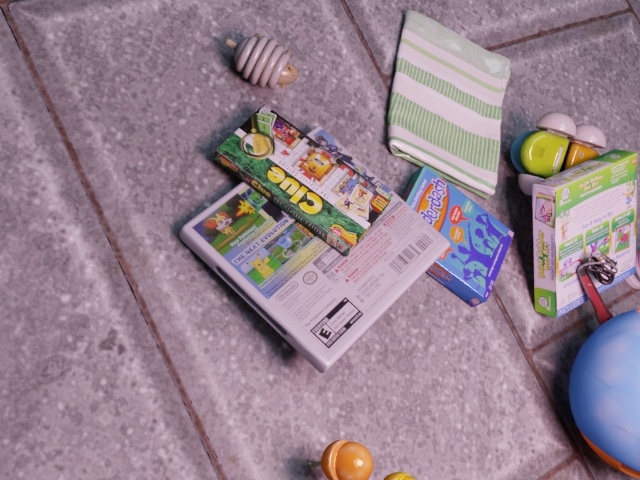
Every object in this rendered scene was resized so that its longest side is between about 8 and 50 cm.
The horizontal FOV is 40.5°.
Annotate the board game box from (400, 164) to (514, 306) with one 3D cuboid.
[{"bbox_3d":[0.223,-0.009,1.509,0.210,0.047,0.160,35,57,-11],"label":"board game box"}]

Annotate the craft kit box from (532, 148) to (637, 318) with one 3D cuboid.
[{"bbox_3d":[0.483,-0.016,1.578,0.250,0.061,0.246,-21,118,-34],"label":"craft kit box"}]

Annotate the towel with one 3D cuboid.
[{"bbox_3d":[0.245,-0.260,1.632,0.248,0.038,0.324,22,61,-19],"label":"towel"}]

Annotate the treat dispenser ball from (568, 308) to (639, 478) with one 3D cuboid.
[{"bbox_3d":[0.562,0.254,1.442,0.288,0.288,0.288,11,65,-25],"label":"treat dispenser ball"}]

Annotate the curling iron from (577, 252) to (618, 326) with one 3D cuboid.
[{"bbox_3d":[0.529,0.140,1.569,0.274,0.068,0.035,66,26,-21],"label":"curling iron"}]

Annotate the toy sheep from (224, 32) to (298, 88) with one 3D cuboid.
[{"bbox_3d":[-0.097,-0.297,1.431,0.132,0.091,0.091,24,59,-3],"label":"toy sheep"}]

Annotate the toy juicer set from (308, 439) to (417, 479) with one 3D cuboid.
[{"bbox_3d":[0.072,0.418,1.157,0.209,0.089,0.329,-34,67,-13],"label":"toy juicer set"}]

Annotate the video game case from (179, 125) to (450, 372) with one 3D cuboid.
[{"bbox_3d":[0.000,0.000,1.351,0.300,0.036,0.329,43,55,9],"label":"video game case"}]

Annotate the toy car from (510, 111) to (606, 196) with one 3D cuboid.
[{"bbox_3d":[0.437,-0.152,1.638,0.182,0.136,0.159,15,95,-27],"label":"toy car"}]

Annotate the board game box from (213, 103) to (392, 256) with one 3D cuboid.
[{"bbox_3d":[-0.026,-0.098,1.363,0.260,0.030,0.136,36,56,4],"label":"board game box"}]

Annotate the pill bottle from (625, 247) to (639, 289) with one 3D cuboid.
[{"bbox_3d":[0.660,0.039,1.663,0.087,0.160,0.087,11,65,-25],"label":"pill bottle"}]
